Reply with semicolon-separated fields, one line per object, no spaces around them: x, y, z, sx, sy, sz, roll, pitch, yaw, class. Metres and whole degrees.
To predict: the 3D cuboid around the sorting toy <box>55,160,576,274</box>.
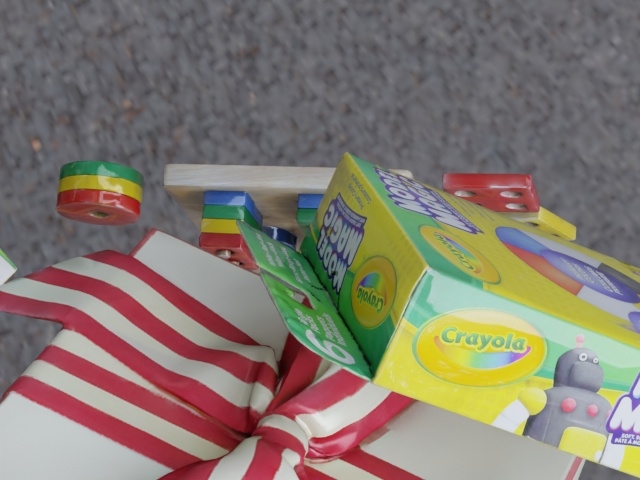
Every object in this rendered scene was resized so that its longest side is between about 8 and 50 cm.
0.000;0.000;1.072;0.274;0.046;0.132;1;165;10;sorting toy

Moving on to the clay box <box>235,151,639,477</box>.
0.083;0.033;0.749;0.222;0.127;0.053;22;105;-21;clay box

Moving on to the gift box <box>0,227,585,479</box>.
-0.060;0.160;0.835;0.276;0.255;0.258;22;128;6;gift box

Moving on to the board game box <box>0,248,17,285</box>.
-0.374;0.023;1.875;0.039;0.259;0.124;-37;98;17;board game box
